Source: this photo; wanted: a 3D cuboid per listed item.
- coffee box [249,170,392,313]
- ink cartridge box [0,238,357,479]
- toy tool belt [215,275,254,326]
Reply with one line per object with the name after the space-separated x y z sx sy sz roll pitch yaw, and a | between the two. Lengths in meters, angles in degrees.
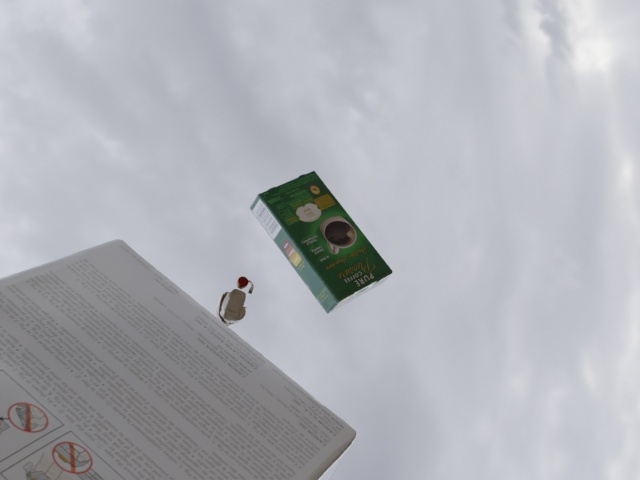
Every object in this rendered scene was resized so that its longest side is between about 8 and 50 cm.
0.000 0.000 1.265 0.113 0.040 0.184 -27 -107 -41 | coffee box
-0.082 0.074 0.346 0.045 0.145 0.179 -60 -15 27 | ink cartridge box
-0.144 0.103 1.552 0.052 0.051 0.083 23 -122 -11 | toy tool belt
